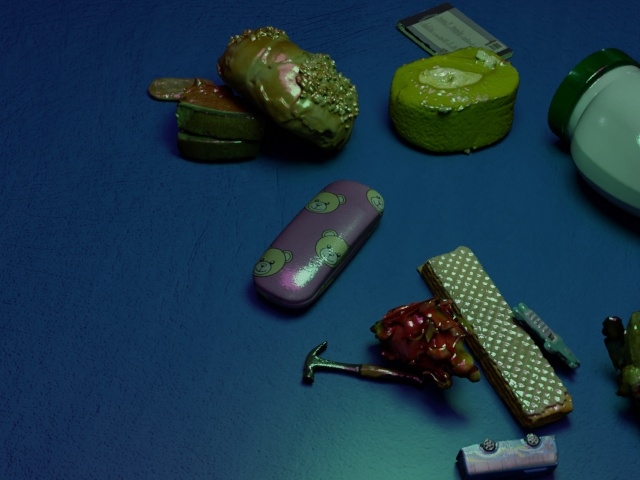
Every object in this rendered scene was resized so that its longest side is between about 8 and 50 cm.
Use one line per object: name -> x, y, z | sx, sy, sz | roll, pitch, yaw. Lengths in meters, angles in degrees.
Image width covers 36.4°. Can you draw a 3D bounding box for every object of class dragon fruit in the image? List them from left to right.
dragon fruit -> 0.176, 0.160, 1.554 | 0.133, 0.150, 0.208 | -35, 51, -21

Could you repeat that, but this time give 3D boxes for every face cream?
face cream -> 0.627, -0.190, 1.849 | 0.313, 0.219, 0.357 | -23, 52, -22

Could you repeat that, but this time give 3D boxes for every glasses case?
glasses case -> 0.000, 0.000, 1.742 | 0.123, 0.075, 0.316 | 27, 52, 19

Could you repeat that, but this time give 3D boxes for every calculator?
calculator -> 0.375, 0.158, 1.612 | 0.141, 0.019, 0.094 | 47, 20, 12

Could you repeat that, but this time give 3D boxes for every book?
book -> 0.304, -0.459, 2.220 | 0.157, 0.026, 0.231 | -25, 54, -27

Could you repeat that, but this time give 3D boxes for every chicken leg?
chicken leg -> 0.579, 0.263, 1.493 | 0.212, 0.140, 0.361 | -19, 58, 8

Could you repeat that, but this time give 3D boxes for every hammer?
hammer -> 0.074, 0.209, 1.588 | 0.201, 0.021, 0.078 | 8, 47, 4

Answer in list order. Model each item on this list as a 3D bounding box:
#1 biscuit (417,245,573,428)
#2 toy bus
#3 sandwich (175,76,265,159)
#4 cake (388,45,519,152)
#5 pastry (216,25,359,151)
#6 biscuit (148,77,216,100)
biscuit -> 0.287, 0.150, 1.630 | 0.094, 0.054, 0.378 | -15, 50, -17
toy bus -> 0.284, 0.329, 1.470 | 0.153, 0.051, 0.061 | -4, 60, -7
sandwich -> -0.195, -0.239, 1.944 | 0.185, 0.109, 0.160 | 8, 36, 2
cake -> 0.273, -0.283, 1.973 | 0.261, 0.156, 0.179 | -20, 45, -17
pastry -> -0.050, -0.312, 1.927 | 0.311, 0.162, 0.255 | 38, 15, 26
biscuit -> -0.292, -0.321, 2.067 | 0.147, 0.018, 0.071 | 3, 46, -1
